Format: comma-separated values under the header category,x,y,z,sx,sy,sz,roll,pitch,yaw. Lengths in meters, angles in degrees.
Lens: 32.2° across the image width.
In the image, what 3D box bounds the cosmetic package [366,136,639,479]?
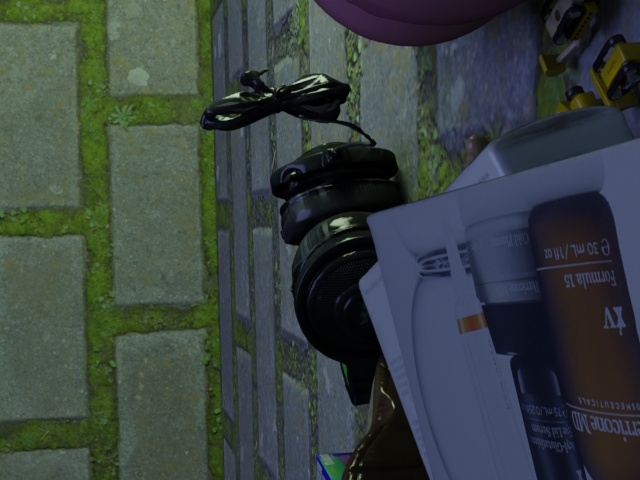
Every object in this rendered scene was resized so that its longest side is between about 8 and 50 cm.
category,x,y,z,sx,sy,sz,roll,pitch,yaw
cosmetic package,0.154,0.098,0.356,0.377,0.098,0.284,164,90,-70

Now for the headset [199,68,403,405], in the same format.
category,x,y,z,sx,sy,sz,roll,pitch,yaw
headset,0.000,0.000,1.068,0.394,0.185,0.243,85,174,-49

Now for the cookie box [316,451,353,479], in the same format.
category,x,y,z,sx,sy,sz,roll,pitch,yaw
cookie box,0.057,0.226,1.015,0.092,0.107,0.040,-142,52,-73

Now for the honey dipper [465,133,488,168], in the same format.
category,x,y,z,sx,sy,sz,roll,pitch,yaw
honey dipper,0.115,-0.014,0.911,0.030,0.031,0.160,-112,27,-58

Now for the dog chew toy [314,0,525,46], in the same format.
category,x,y,z,sx,sy,sz,roll,pitch,yaw
dog chew toy,0.063,-0.222,0.735,0.332,0.207,0.206,129,138,-83

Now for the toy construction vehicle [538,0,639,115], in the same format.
category,x,y,z,sx,sy,sz,roll,pitch,yaw
toy construction vehicle,0.164,-0.107,0.663,0.098,0.035,0.085,104,149,-60

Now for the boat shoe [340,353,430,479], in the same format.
category,x,y,z,sx,sy,sz,roll,pitch,yaw
boat shoe,0.070,0.197,0.912,0.257,0.095,0.095,-65,-17,-59

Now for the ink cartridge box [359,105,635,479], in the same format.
category,x,y,z,sx,sy,sz,roll,pitch,yaw
ink cartridge box,0.158,0.150,0.680,0.308,0.091,0.384,127,123,-70
